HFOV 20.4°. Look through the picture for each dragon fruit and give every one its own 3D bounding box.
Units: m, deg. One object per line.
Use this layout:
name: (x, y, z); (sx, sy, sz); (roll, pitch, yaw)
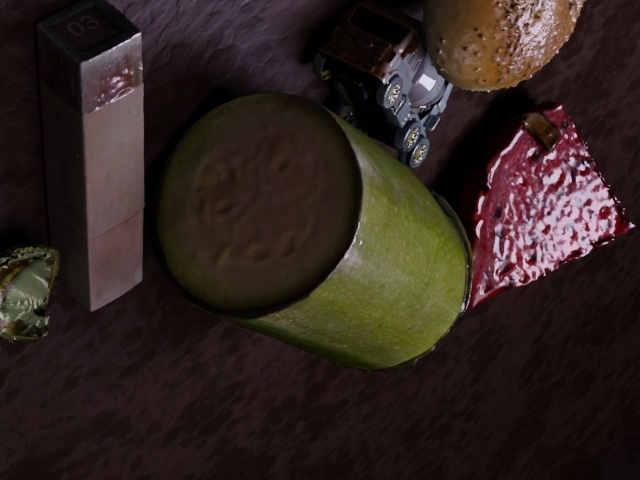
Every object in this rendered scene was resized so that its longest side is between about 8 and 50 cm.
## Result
dragon fruit: (0.282, -0.021, 2.456); (0.330, 0.240, 0.302); (-46, 135, -20)

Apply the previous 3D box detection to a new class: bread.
bread: (0.225, -0.311, 2.010); (0.305, 0.159, 0.305); (18, 90, -75)

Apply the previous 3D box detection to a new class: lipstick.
lipstick: (-0.231, -0.079, 1.810); (0.080, 0.076, 0.371); (-33, 149, -30)

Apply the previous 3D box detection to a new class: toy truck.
toy truck: (0.087, -0.192, 2.101); (0.140, 0.108, 0.256); (-56, 156, -13)

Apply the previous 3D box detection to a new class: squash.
squash: (0.000, 0.000, 2.052); (0.263, 0.263, 0.384); (-51, 154, 5)

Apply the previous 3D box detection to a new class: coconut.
coconut: (-0.333, 0.064, 1.869); (0.158, 0.055, 0.133); (-45, 154, -3)
